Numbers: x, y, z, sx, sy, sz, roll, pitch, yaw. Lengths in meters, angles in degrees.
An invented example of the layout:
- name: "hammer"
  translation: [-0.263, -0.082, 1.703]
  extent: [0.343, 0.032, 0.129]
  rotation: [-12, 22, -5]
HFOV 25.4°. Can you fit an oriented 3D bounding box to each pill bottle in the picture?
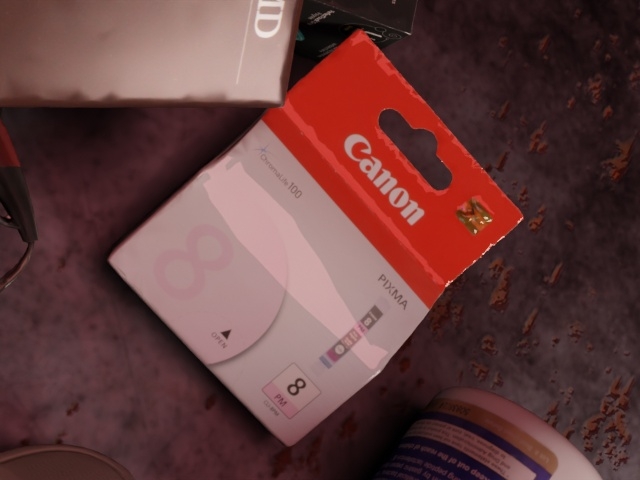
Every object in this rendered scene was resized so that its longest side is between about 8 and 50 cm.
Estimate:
- name: "pill bottle"
  translation: [0.071, 0.244, 0.979]
  extent: [0.153, 0.153, 0.264]
  rotation: [45, 68, -13]

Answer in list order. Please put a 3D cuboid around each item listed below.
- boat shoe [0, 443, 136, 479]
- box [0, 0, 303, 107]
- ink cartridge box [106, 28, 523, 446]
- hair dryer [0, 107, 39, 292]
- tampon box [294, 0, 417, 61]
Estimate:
- name: "boat shoe"
  translation: [-0.232, 0.193, 0.825]
  extent: [0.302, 0.114, 0.091]
  rotation: [0, 112, -46]
- name: "box"
  translation: [-0.197, -0.178, 0.764]
  extent: [0.381, 0.143, 0.191]
  rotation: [-4, 120, -28]
- name: "ink cartridge box"
  translation: [0.000, 0.000, 0.980]
  extent: [0.232, 0.066, 0.189]
  rotation: [-40, 102, 9]
- name: "hair dryer"
  translation: [-0.246, -0.123, 0.898]
  extent: [0.224, 0.080, 0.293]
  rotation: [31, 83, -29]
- name: "tampon box"
  translation: [-0.021, -0.203, 1.008]
  extent: [0.161, 0.120, 0.101]
  rotation: [16, 79, -22]
